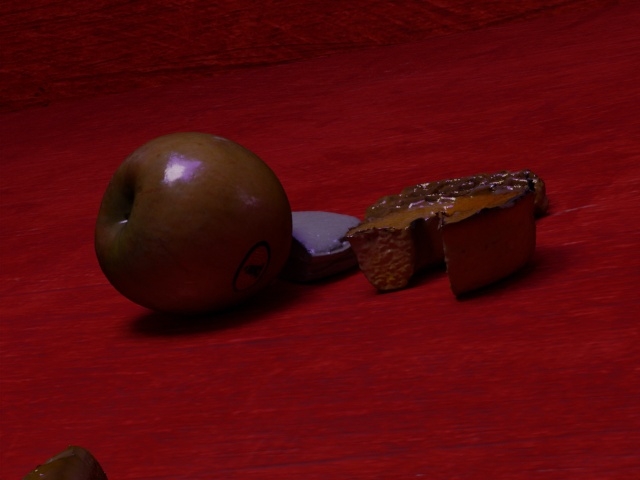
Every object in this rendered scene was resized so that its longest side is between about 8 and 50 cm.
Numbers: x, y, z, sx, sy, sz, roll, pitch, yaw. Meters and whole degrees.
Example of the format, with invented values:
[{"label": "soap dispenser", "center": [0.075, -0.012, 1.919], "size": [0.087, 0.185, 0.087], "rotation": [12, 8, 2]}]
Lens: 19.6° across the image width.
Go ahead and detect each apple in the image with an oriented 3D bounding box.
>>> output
[{"label": "apple", "center": [-0.113, -0.013, 1.685], "size": [0.155, 0.182, 0.182], "rotation": [13, -2, -30]}]

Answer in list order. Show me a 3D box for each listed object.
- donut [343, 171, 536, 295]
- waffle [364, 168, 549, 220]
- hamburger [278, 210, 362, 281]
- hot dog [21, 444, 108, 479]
[{"label": "donut", "center": [0.117, -0.003, 1.598], "size": [0.146, 0.078, 0.181], "rotation": [-22, 8, -37]}, {"label": "waffle", "center": [0.130, -0.032, 1.786], "size": [0.191, 0.038, 0.191], "rotation": [-13, 13, 3]}, {"label": "hamburger", "center": [0.001, 0.003, 1.749], "size": [0.084, 0.054, 0.121], "rotation": [-15, 14, -25]}, {"label": "hot dog", "center": [-0.154, 0.192, 1.030], "size": [0.068, 0.083, 0.289], "rotation": [-32, 10, 9]}]
